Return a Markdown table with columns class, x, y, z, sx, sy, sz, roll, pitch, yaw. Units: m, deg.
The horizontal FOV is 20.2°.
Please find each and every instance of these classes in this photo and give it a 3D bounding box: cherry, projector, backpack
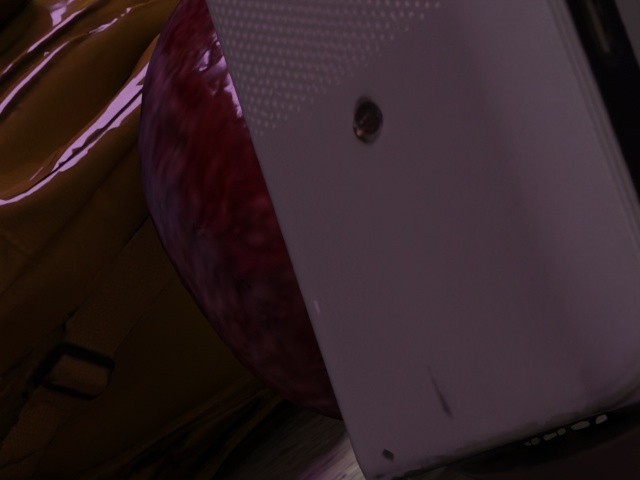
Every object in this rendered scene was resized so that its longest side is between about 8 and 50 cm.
| class | x | y | z | sx | sy | sz | roll | pitch | yaw |
| --- | --- | --- | --- | --- | --- | --- | --- | --- | --- |
| cherry | 0.028 | -0.028 | 0.799 | 0.203 | 0.230 | 0.300 | -23 | 26 | 8 |
| projector | 0.085 | -0.038 | 0.566 | 0.177 | 0.242 | 0.163 | -12 | -11 | -35 |
| backpack | -0.127 | 0.014 | 1.034 | 0.378 | 0.353 | 0.201 | -43 | 53 | -9 |
